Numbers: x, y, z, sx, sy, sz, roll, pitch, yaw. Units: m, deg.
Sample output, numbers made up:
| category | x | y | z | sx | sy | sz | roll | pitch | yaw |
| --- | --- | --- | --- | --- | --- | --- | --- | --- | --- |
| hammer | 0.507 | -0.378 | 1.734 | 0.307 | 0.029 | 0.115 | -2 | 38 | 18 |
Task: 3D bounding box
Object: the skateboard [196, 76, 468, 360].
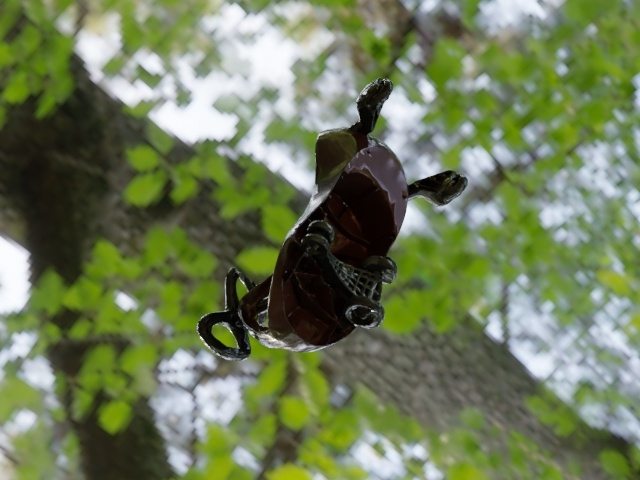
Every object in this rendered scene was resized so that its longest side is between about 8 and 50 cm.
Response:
| category | x | y | z | sx | sy | sz | roll | pitch | yaw |
| --- | --- | --- | --- | --- | --- | --- | --- | --- | --- |
| skateboard | 0.000 | 0.000 | 0.883 | 0.080 | 0.067 | 0.151 | -25 | -158 | 36 |
